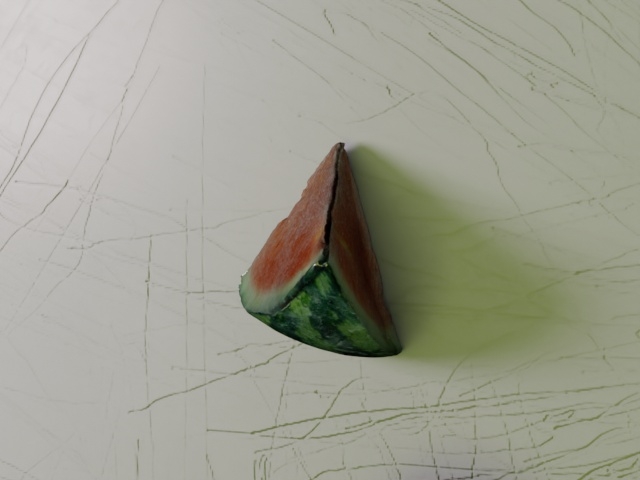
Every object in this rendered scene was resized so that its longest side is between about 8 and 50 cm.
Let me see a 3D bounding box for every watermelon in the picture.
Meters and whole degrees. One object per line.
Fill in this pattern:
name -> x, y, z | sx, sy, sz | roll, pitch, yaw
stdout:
watermelon -> -0.015, 0.018, 1.547 | 0.136, 0.207, 0.202 | -16, 73, -1
